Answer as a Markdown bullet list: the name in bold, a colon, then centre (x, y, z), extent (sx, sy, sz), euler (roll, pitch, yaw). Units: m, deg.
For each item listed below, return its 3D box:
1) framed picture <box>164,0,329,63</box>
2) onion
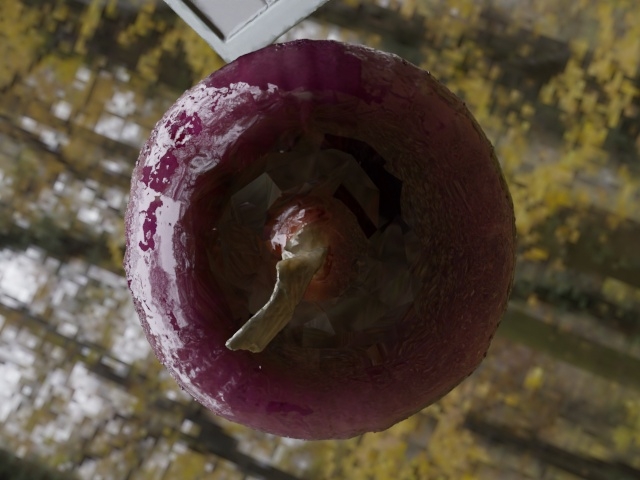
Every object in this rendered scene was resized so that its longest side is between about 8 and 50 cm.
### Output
- **framed picture**: centre (-0.059, -0.203, 0.771), extent (0.019, 0.232, 0.296), euler (-51, 13, -26)
- **onion**: centre (0.000, -0.001, 0.755), extent (0.177, 0.177, 0.153), euler (-61, -1, -24)
